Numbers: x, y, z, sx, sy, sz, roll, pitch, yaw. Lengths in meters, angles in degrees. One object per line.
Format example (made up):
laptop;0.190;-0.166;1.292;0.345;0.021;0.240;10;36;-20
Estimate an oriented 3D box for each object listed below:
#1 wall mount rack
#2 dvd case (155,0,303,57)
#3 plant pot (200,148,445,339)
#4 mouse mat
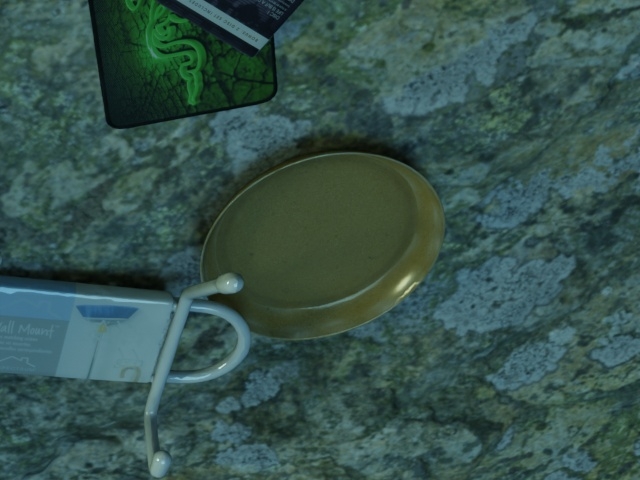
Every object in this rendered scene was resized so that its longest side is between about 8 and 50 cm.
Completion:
wall mount rack;-0.213;0.086;1.600;0.350;0.130;0.304;5;134;-17
dvd case;-0.045;-0.261;1.420;0.164;0.018;0.221;28;115;-37
plant pot;0.000;0.000;1.684;0.236;0.032;0.236;-10;134;-10
mouse mat;-0.113;-0.175;1.494;0.152;0.007;0.190;-12;134;-9
